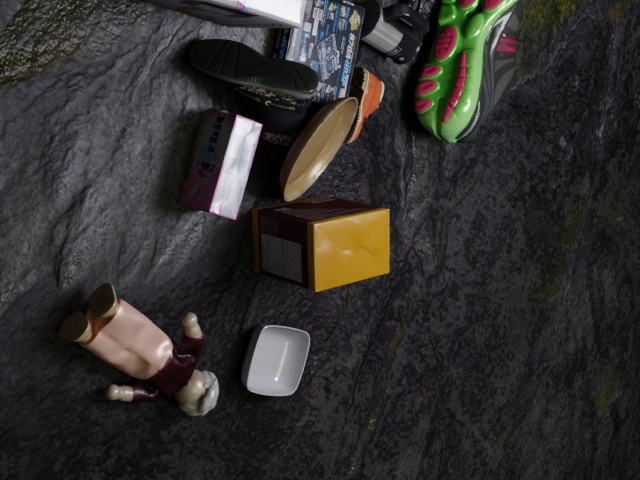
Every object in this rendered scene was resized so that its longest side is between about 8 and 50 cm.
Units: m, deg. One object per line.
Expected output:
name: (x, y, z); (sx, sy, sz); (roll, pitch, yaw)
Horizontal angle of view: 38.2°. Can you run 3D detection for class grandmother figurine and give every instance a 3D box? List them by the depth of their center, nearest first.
grandmother figurine: (-0.294, 0.210, 1.652); (0.208, 0.104, 0.342); (-37, 130, 4)

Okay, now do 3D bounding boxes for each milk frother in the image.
milk frother: (0.143, -0.457, 1.882); (0.134, 0.129, 0.143); (22, 43, -42)

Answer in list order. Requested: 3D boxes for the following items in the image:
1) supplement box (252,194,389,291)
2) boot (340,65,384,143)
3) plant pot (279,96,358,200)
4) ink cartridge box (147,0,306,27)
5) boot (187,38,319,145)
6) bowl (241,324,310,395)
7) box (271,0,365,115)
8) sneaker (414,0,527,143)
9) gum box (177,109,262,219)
supplement box: (0.000, 0.000, 1.786); (0.191, 0.194, 0.129); (-13, 108, -39)
boot: (0.087, -0.268, 1.893); (0.084, 0.059, 0.158); (19, 86, -47)
plant pot: (-0.009, -0.180, 1.766); (0.236, 0.032, 0.236); (-53, 169, -14)
ink cartridge box: (-0.197, -0.438, 1.487); (0.306, 0.226, 0.131); (8, 95, -41)
boot: (-0.126, -0.261, 1.670); (0.179, 0.236, 0.085); (102, 4, -59)
bowl: (-0.097, 0.237, 1.854); (0.142, 0.053, 0.142); (15, 89, -42)
box: (-0.010, -0.365, 1.786); (0.175, 0.051, 0.220); (7, 95, -42)
sneaker: (0.351, -0.434, 2.033); (0.483, 0.185, 0.202); (-64, 149, -5)
gum box: (-0.180, -0.141, 1.653); (0.062, 0.107, 0.188); (17, 89, -42)
